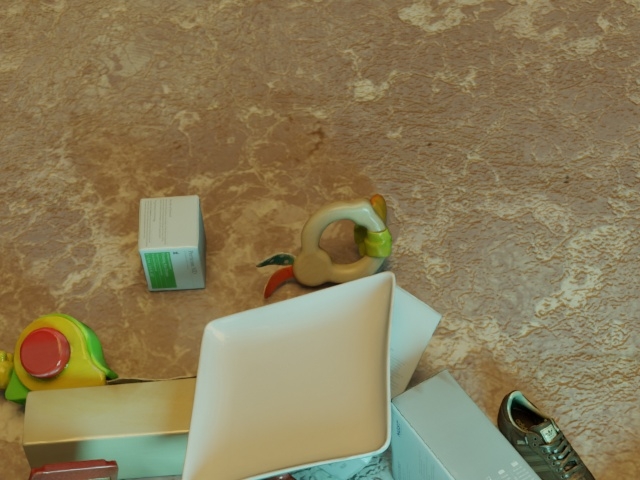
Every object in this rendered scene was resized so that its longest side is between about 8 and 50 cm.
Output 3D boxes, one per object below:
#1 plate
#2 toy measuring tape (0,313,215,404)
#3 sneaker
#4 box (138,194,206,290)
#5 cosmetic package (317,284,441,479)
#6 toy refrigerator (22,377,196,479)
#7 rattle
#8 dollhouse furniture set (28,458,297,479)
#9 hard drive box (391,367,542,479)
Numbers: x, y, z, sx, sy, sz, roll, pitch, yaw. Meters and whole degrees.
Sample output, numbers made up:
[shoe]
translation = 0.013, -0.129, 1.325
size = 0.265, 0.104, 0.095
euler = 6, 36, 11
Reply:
[plate]
translation = -0.030, 0.183, 1.883
size = 0.277, 0.045, 0.278
euler = -16, 43, 20
[toy measuring tape]
translation = -0.294, 0.148, 2.050
size = 0.330, 0.121, 0.121
euler = -8, 48, 14
[sneaker]
translation = 0.290, 0.270, 1.954
size = 0.066, 0.071, 0.188
euler = -30, 54, -20
[box]
translation = -0.212, 0.004, 2.200
size = 0.087, 0.101, 0.102
euler = -4, 51, 0
[cosmetic package]
translation = 0.061, 0.182, 1.960
size = 0.085, 0.117, 0.231
euler = 33, 64, -4
[toy refrigerator]
translation = -0.244, 0.246, 1.997
size = 0.269, 0.102, 0.094
euler = -5, 49, 1
[rattle]
translation = 0.000, 0.000, 2.212
size = 0.200, 0.130, 0.142
euler = -31, 37, 13
[dollhouse furniture set]
translation = -0.169, 0.385, 1.872
size = 0.374, 0.152, 0.201
euler = -2, 47, -20
[hard drive box]
translation = 0.184, 0.303, 1.864
size = 0.089, 0.181, 0.232
euler = -28, 54, -18
